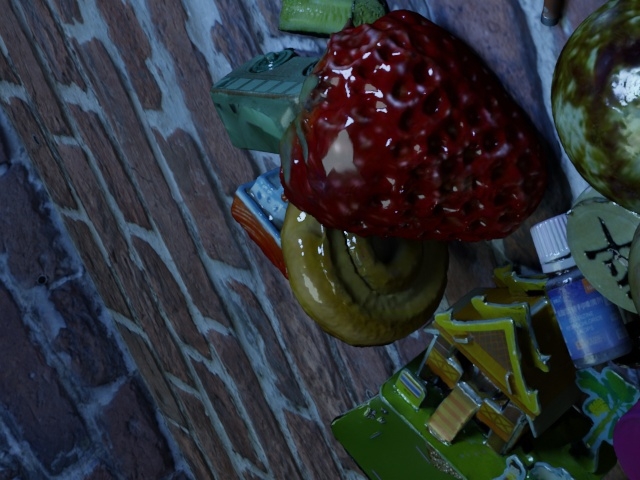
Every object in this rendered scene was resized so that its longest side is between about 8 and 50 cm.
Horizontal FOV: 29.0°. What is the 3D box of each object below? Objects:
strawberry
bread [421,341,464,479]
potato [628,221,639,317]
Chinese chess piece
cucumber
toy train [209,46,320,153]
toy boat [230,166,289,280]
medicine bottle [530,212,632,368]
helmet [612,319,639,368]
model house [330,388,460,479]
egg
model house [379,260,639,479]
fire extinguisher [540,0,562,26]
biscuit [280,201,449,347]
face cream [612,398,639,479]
[{"bbox_3d":[0.130,-0.114,1.647,0.345,0.295,0.317,32,115,6],"label":"strawberry"},{"bbox_3d":[0.258,0.300,2.096,0.184,0.110,0.234,17,132,40],"label":"bread"},{"bbox_3d":[0.490,0.083,1.328,0.351,0.202,0.218,43,-173,11],"label":"potato"},{"bbox_3d":[0.394,0.005,1.535,0.188,0.083,0.188,38,149,29],"label":"Chinese chess piece"},{"bbox_3d":[0.015,-0.331,1.800,0.211,0.062,0.078,23,107,57],"label":"cucumber"},{"bbox_3d":[-0.037,-0.213,1.916,0.326,0.159,0.129,14,136,52],"label":"toy train"},{"bbox_3d":[0.000,0.000,2.153,0.332,0.145,0.133,46,126,15],"label":"toy boat"},{"bbox_3d":[0.344,0.065,1.649,0.083,0.083,0.203,-35,73,65],"label":"medicine bottle"},{"bbox_3d":[0.436,0.143,1.670,0.084,0.049,0.065,-18,62,47],"label":"helmet"},{"bbox_3d":[0.183,0.369,2.321,0.207,0.154,0.294,-32,107,20],"label":"model house"},{"bbox_3d":[0.350,-0.146,1.249,0.289,0.238,0.238,46,160,60],"label":"egg"},{"bbox_3d":[0.302,0.212,1.780,0.358,0.242,0.313,46,151,20],"label":"model house"},{"bbox_3d":[0.272,-0.291,1.446,0.083,0.022,0.028,88,169,-49],"label":"fire extinguisher"},{"bbox_3d":[0.077,0.011,1.843,0.102,0.296,0.296,-19,106,51],"label":"biscuit"},{"bbox_3d":[0.487,0.231,1.524,0.175,0.195,0.175,41,151,28],"label":"face cream"}]
